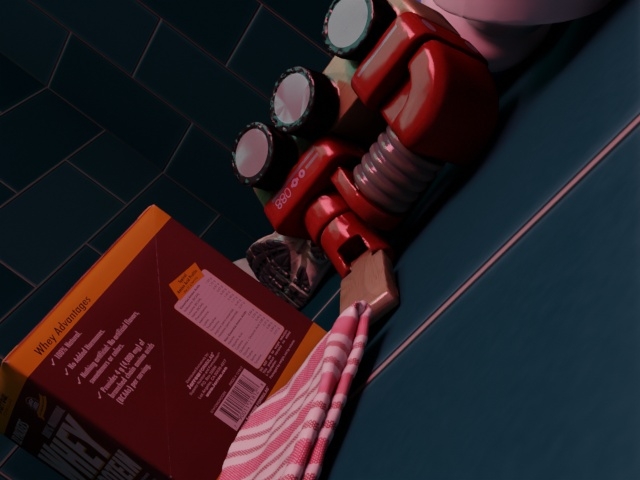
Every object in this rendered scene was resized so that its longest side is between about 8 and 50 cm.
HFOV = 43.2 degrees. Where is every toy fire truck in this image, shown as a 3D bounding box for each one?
[{"bbox_3d":[0.048,-0.050,0.633,0.158,0.246,0.217,10,-51,-46],"label":"toy fire truck"}]

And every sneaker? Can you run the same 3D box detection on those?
[{"bbox_3d":[0.000,0.000,1.071,0.122,0.110,0.283,-34,-6,-35],"label":"sneaker"}]

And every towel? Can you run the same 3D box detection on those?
[{"bbox_3d":[-0.034,0.130,0.477,0.144,0.029,0.197,-50,8,36],"label":"towel"}]

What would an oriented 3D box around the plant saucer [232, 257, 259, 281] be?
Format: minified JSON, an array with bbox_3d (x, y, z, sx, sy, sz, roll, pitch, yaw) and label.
[{"bbox_3d":[-0.208,0.175,1.297,0.400,0.101,0.400,-54,13,19],"label":"plant saucer"}]

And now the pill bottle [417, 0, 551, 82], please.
[{"bbox_3d":[0.148,-0.213,0.778,0.124,0.124,0.221,-54,2,-7],"label":"pill bottle"}]

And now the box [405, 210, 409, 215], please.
[{"bbox_3d":[0.061,-0.093,0.840,0.136,0.037,0.225,150,121,-82],"label":"box"}]

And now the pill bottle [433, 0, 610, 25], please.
[{"bbox_3d":[0.142,-0.298,0.522,0.161,0.161,0.283,-57,-30,-47],"label":"pill bottle"}]

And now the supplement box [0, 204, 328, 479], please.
[{"bbox_3d":[-0.134,0.115,0.680,0.129,0.194,0.191,-50,5,49],"label":"supplement box"}]
